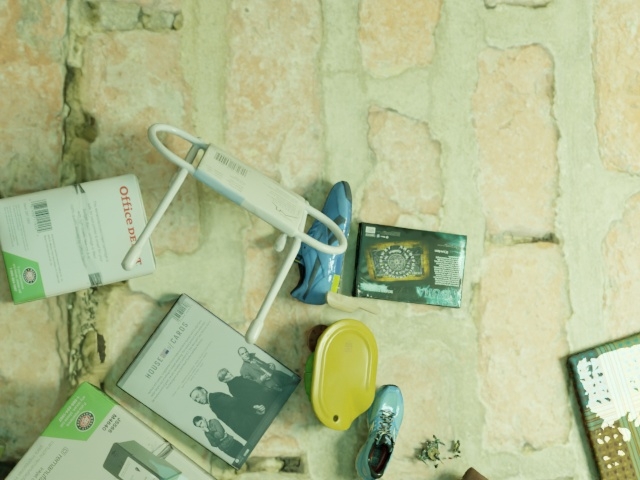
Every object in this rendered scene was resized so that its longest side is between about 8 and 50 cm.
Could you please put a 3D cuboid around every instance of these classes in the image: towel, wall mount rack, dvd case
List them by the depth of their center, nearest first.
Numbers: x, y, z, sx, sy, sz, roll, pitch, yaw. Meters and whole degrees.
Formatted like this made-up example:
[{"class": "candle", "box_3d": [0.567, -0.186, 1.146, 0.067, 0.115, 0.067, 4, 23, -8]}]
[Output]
[{"class": "wall mount rack", "box_3d": [-0.139, -0.018, 1.641, 0.350, 0.304, 0.130, 31, 115, -9]}, {"class": "dvd case", "box_3d": [-0.175, 0.224, 1.748, 0.239, 0.029, 0.179, 37, 79, -8]}, {"class": "towel", "box_3d": [0.629, 0.280, 1.927, 0.370, 0.040, 0.271, -15, 89, -12]}]

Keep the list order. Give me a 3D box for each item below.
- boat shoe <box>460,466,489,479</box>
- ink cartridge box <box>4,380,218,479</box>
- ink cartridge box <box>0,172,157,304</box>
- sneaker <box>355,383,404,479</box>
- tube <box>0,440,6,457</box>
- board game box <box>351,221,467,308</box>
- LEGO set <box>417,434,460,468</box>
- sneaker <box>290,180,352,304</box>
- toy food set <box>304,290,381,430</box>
[{"class": "boat shoe", "box_3d": [0.373, 0.476, 1.814, 0.342, 0.123, 0.123, 26, 82, -4]}, {"class": "ink cartridge box", "box_3d": [-0.298, 0.371, 1.634, 0.273, 0.115, 0.198, 36, 78, 7]}, {"class": "ink cartridge box", "box_3d": [-0.375, -0.002, 1.684, 0.219, 0.092, 0.160, -12, 89, -14]}, {"class": "sneaker", "box_3d": [0.106, 0.314, 1.783, 0.063, 0.073, 0.162, 14, 83, -11]}, {"class": "tube", "box_3d": [-0.549, 0.401, 1.637, 0.070, 0.062, 0.240, 25, 85, 31]}, {"class": "board game box", "box_3d": [0.149, 0.043, 1.836, 0.186, 0.026, 0.126, 7, 85, -13]}, {"class": "LEGO set", "box_3d": [0.194, 0.351, 1.831, 0.083, 0.023, 0.054, 16, 85, -25]}, {"class": "sneaker", "box_3d": [0.000, 0.000, 1.784, 0.082, 0.069, 0.209, 12, 84, -8]}, {"class": "toy food set", "box_3d": [0.025, 0.194, 1.783, 0.128, 0.071, 0.217, 10, 86, -36]}]
